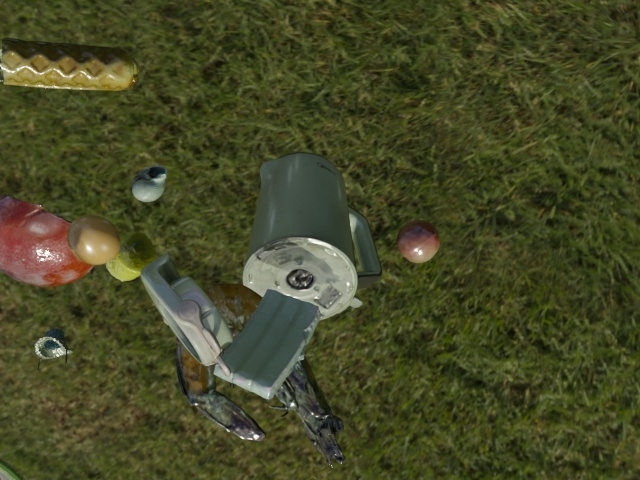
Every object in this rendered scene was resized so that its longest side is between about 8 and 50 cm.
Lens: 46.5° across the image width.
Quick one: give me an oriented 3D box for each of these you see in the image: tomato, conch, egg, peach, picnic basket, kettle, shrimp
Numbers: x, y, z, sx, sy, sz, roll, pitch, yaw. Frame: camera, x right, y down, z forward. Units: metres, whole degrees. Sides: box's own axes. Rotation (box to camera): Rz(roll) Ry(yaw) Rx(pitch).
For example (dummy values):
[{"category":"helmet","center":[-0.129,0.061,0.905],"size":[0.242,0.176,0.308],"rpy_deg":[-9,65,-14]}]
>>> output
[{"category":"tomato","center":[-0.752,0.014,1.937],"size":[0.335,0.176,0.290],"rpy_deg":[30,158,-23]},{"category":"conch","center":[-0.356,-0.117,1.569],"size":[0.085,0.076,0.056],"rpy_deg":[-20,138,-1]},{"category":"egg","center":[-0.372,-0.002,1.214],"size":[0.080,0.096,0.080],"rpy_deg":[-6,73,19]},{"category":"peach","center":[0.183,0.000,1.391],"size":[0.083,0.083,0.083],"rpy_deg":[6,106,22]},{"category":"picnic basket","center":[-0.529,0.217,1.473],"size":[0.065,0.083,0.083],"rpy_deg":[-16,58,6]},{"category":"kettle","center":[0.000,0.000,1.785],"size":[0.361,0.376,0.250],"rpy_deg":[27,124,-20]},{"category":"shrimp","center":[-0.108,0.284,1.437],"size":[0.445,0.272,0.085],"rpy_deg":[52,137,-8]}]

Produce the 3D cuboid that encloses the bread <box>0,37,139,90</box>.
[{"category":"bread","center":[-0.498,-0.346,1.483],"size":[0.098,0.269,0.087],"rpy_deg":[147,120,-65]}]

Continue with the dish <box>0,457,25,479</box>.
[{"category":"dish","center":[-0.527,0.390,0.972],"size":[0.324,0.124,0.324],"rpy_deg":[-3,99,-19]}]

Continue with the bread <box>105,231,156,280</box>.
[{"category":"bread","center":[-0.538,0.052,2.127],"size":[0.114,0.129,0.111],"rpy_deg":[-29,100,44]}]

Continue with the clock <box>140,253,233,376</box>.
[{"category":"clock","center":[-0.192,0.120,1.130],"size":[0.191,0.062,0.151],"rpy_deg":[41,158,35]}]

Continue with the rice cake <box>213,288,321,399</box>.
[{"category":"rice cake","center":[-0.088,0.182,1.339],"size":[0.127,0.237,0.043],"rpy_deg":[18,130,16]}]

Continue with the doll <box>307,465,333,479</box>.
[{"category":"doll","center":[0.058,0.754,1.848],"size":[0.094,0.160,0.365],"rpy_deg":[-18,90,38]}]
